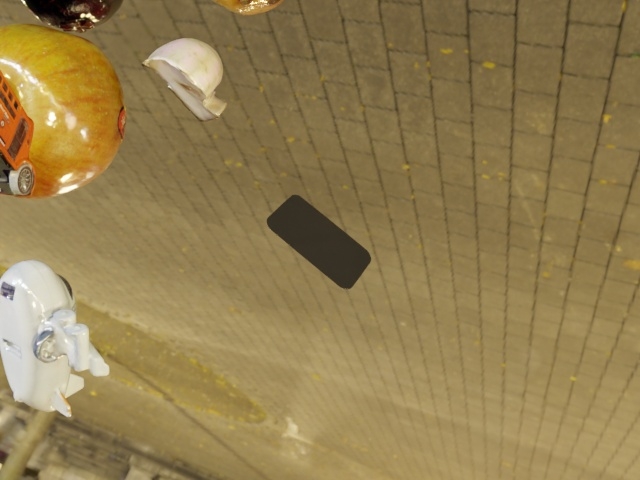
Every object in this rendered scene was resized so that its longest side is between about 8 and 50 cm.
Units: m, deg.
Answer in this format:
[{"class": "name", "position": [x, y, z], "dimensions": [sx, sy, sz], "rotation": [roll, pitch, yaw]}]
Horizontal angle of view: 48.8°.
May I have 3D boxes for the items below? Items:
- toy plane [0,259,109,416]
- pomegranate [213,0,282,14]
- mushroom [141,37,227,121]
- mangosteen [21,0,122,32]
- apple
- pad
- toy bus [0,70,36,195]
[{"class": "toy plane", "position": [-0.394, 0.139, 1.005], "dimensions": [0.244, 0.117, 0.245], "rotation": [14, 115, 33]}, {"class": "pomegranate", "position": [-0.214, -0.776, 1.989], "dimensions": [0.281, 0.281, 0.281], "rotation": [19, 157, 8]}, {"class": "mushroom", "position": [-0.316, -0.458, 1.878], "dimensions": [0.236, 0.173, 0.162], "rotation": [45, 161, -19]}, {"class": "mangosteen", "position": [-0.727, -0.785, 2.049], "dimensions": [0.306, 0.347, 0.307], "rotation": [-7, 177, 0]}, {"class": "apple", "position": [-0.646, -0.299, 1.611], "dimensions": [0.400, 0.401, 0.333], "rotation": [22, 177, 1]}, {"class": "pad", "position": [0.000, 0.000, 1.759], "dimensions": [0.267, 0.181, 0.004], "rotation": [39, 130, 2]}, {"class": "toy bus", "position": [-0.590, -0.208, 1.196], "dimensions": [0.142, 0.153, 0.329], "rotation": [7, 150, 7]}]
